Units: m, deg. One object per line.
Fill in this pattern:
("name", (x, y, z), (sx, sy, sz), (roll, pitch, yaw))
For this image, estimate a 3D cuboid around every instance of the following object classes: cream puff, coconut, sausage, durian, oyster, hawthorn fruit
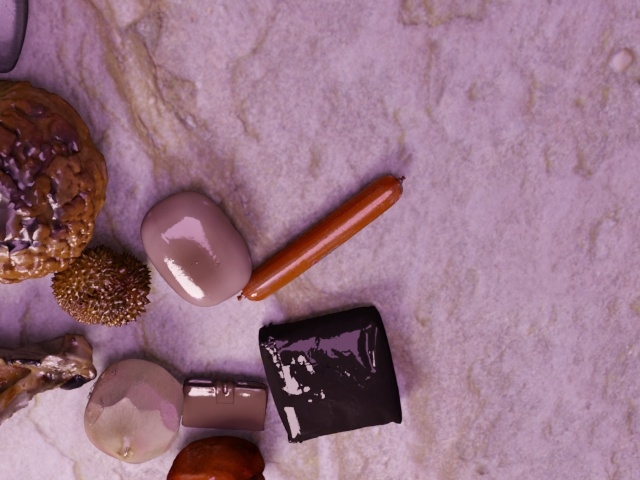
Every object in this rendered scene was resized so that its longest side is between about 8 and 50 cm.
("cream puff", (-0.489, -0.082, 1.459), (0.343, 0.231, 0.327), (31, 113, -19))
("coconut", (-0.318, 0.294, 1.684), (0.171, 0.183, 0.171), (1, 117, 2))
("sausage", (0.000, 0.000, 1.642), (0.348, 0.053, 0.053), (-36, 114, 12))
("durian", (-0.349, 0.076, 1.599), (0.158, 0.137, 0.168), (34, 139, -26))
("oyster", (-0.546, 0.220, 1.657), (0.337, 0.133, 0.197), (-14, 115, -1))
("hawthorn fruit", (-0.181, 0.432, 1.783), (0.179, 0.173, 0.173), (24, 112, -17))

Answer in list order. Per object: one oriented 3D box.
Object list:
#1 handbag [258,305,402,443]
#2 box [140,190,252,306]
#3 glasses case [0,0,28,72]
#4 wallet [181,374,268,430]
("handbag", (0.020, 0.242, 1.750), (0.223, 0.080, 0.247), (-13, 116, 2))
("box", (-0.199, 0.015, 1.610), (0.146, 0.088, 0.200), (-30, 114, 8))
("glasses case", (-0.580, -0.336, 1.408), (0.323, 0.074, 0.131), (13, 113, -12))
("wallet", (-0.171, 0.290, 1.775), (0.153, 0.039, 0.118), (6, 126, -3))
